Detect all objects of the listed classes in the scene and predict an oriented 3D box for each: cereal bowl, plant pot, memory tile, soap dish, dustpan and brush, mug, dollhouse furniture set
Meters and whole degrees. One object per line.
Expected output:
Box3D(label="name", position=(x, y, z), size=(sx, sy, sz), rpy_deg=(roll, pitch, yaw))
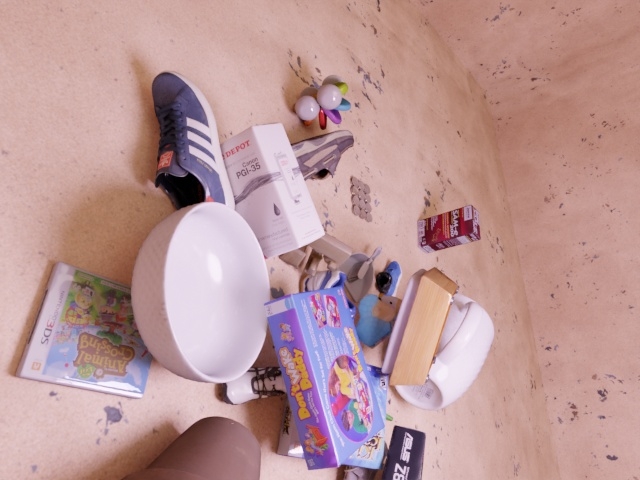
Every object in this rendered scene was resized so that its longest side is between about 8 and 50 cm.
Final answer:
Box3D(label="cereal bowl", position=(-0.239, 0.102, 0.914), size=(0.339, 0.141, 0.339), rpy_deg=(-9, 90, -68))
Box3D(label="plant pot", position=(-0.205, 0.434, 0.798), size=(0.263, 0.263, 0.229), rpy_deg=(61, 19, -14))
Box3D(label="memory tile", position=(0.142, -0.142, 1.647), size=(0.113, 0.012, 0.148), rpy_deg=(22, 60, -46))
Box3D(label="soap dish", position=(0.269, 0.224, 1.246), size=(0.229, 0.118, 0.291), rpy_deg=(-6, 113, -69))
Box3D(label="dustpan and brush", position=(0.142, 0.080, 1.512), size=(0.147, 0.060, 0.211), rpy_deg=(59, 38, -16))
Box3D(label="mug", position=(0.392, 0.336, 1.488), size=(0.276, 0.374, 0.328), rpy_deg=(36, 45, 11))
Box3D(label="dollhouse furniture set", position=(0.000, 0.000, 1.247), size=(0.144, 0.151, 0.123), rpy_deg=(30, 47, -8))

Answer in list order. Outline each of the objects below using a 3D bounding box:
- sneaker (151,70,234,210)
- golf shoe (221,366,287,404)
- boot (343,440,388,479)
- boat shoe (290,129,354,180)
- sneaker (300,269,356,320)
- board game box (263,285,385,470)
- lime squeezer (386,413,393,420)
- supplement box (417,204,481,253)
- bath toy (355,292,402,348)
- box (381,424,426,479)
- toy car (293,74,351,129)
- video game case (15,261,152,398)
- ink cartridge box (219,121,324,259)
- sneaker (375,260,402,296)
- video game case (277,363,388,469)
Box3D(label="sneaker", position=(-0.298, -0.191, 0.998), size=(0.148, 0.131, 0.350), rpy_deg=(-27, 97, -58))
Box3D(label="golf shoe", position=(-0.126, 0.313, 1.045), size=(0.198, 0.094, 0.077), rpy_deg=(1, 76, -51))
Box3D(label="boot", position=(0.083, 0.575, 1.223), size=(0.123, 0.095, 0.258), rpy_deg=(57, 33, -3))
Box3D(label="boat shoe", position=(-0.017, -0.241, 1.409), size=(0.355, 0.132, 0.130), rpy_deg=(-29, 109, -44))
Box3D(label="sneaker", position=(0.037, 0.224, 1.261), size=(0.112, 0.131, 0.296), rpy_deg=(-11, 86, -55))
Box3D(label="board game box", position=(0.015, 0.284, 1.050), size=(0.233, 0.078, 0.347), rpy_deg=(2, 69, -60))
Box3D(label="lime squeezer", position=(0.130, 0.435, 1.372), size=(0.310, 0.059, 0.110), rpy_deg=(62, 7, -11))
Box3D(label="supplement box", position=(0.511, -0.042, 1.889), size=(0.073, 0.239, 0.130), rpy_deg=(33, 51, -40))
Box3D(label="bath toy", position=(0.187, 0.221, 1.400), size=(0.129, 0.151, 0.348), rpy_deg=(55, 9, 15))
Box3D(label="box", position=(0.181, 0.716, 1.163), size=(0.395, 0.097, 0.318), rpy_deg=(-65, 157, -43))
Box3D(label="toy car", position=(0.014, -0.415, 1.461), size=(0.136, 0.182, 0.159), rpy_deg=(58, 24, -25))
Box3D(label="video game case", position=(-0.387, 0.162, 0.828), size=(0.212, 0.023, 0.193), rpy_deg=(31, 53, -42))
Box3D(label="ink cartridge box", position=(-0.144, -0.102, 1.097), size=(0.117, 0.207, 0.283), rpy_deg=(-27, 96, -55))
Box3D(label="sneaker", position=(0.234, 0.119, 1.617), size=(0.084, 0.058, 0.152), rpy_deg=(50, 48, -40))
Box3D(label="video game case", position=(0.042, 0.416, 1.163), size=(0.269, 0.061, 0.244), rpy_deg=(20, 63, -24))
